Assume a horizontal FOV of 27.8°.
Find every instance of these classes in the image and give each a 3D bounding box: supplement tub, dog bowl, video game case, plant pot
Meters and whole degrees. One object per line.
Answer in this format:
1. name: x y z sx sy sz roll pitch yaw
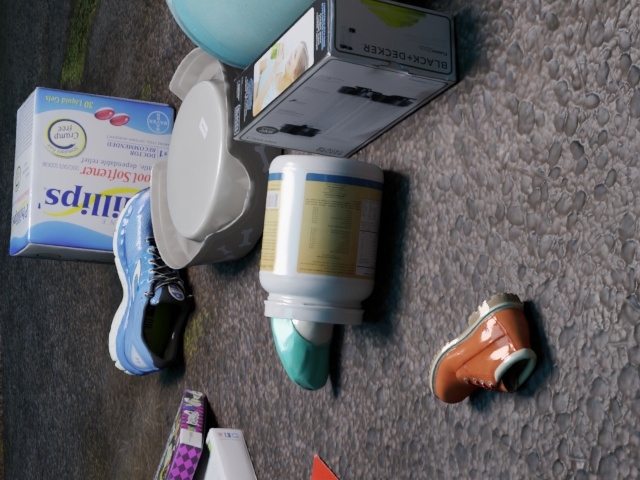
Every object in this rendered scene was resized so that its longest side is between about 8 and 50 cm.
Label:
1. supplement tub: 0.000 0.000 1.601 0.144 0.144 0.199 3 87 65
2. dog bowl: -0.165 -0.124 2.031 0.349 0.102 0.348 -22 65 61
3. video game case: -0.235 0.378 2.037 0.210 0.042 0.232 -103 32 -73
4. plant pot: -0.032 -0.361 1.595 0.255 0.272 0.271 179 96 -66

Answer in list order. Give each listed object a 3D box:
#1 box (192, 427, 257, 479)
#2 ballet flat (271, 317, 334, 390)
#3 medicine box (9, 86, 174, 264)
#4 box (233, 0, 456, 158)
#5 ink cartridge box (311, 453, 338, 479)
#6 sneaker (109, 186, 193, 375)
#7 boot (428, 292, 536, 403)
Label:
1. box: -0.136 0.470 1.892 0.322 0.059 0.232 -112 37 -47
2. ballet flat: -0.023 0.075 1.713 0.087 0.083 0.247 -46 44 39
3. medicine box: -0.416 -0.108 2.365 0.149 0.264 0.289 155 118 -62
4. box: 0.023 -0.195 1.576 0.290 0.169 0.087 149 126 -61
5. ink cartridge box: -0.013 0.387 1.664 0.145 0.045 0.179 -142 59 -60
6. sneaker: -0.274 0.070 2.226 0.147 0.130 0.329 -2 86 50
7. boot: 0.166 0.134 1.328 0.158 0.059 0.084 -58 40 41
